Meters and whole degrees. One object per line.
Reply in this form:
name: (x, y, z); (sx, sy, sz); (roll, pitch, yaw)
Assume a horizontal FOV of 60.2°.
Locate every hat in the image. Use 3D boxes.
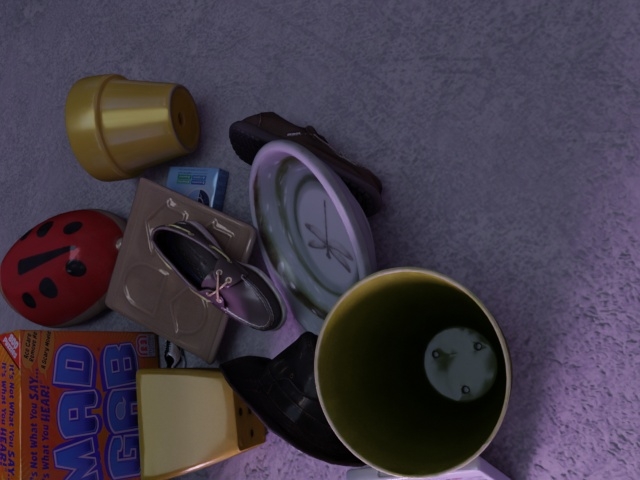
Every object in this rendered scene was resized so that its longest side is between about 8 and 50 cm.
hat: (-0.012, 0.238, 0.949); (0.331, 0.331, 0.134); (28, 92, 30)

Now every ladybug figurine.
ladybug figurine: (-0.672, 0.065, 1.431); (0.449, 0.162, 0.305); (-22, 71, 24)

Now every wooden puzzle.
wooden puzzle: (-0.314, 0.062, 1.251); (0.347, 0.080, 0.322); (25, 102, 23)

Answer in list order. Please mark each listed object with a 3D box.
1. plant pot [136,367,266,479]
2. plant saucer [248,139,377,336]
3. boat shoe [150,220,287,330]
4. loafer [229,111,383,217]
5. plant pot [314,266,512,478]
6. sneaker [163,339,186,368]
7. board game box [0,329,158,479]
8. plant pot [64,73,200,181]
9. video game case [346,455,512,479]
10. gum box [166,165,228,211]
plant pot: (-0.227, 0.354, 1.118); (0.187, 0.212, 0.212); (-12, 75, 14)
plant saucer: (0.000, 0.000, 1.032); (0.400, 0.100, 0.401); (41, 143, 42)
boat shoe: (-0.207, 0.072, 1.102); (0.324, 0.096, 0.117); (40, 107, 19)
loafer: (-0.017, -0.177, 1.128); (0.365, 0.134, 0.130); (32, 60, 18)
plant pot: (0.179, 0.193, 0.862); (0.274, 0.293, 0.275); (-5, 79, 28)
sneaker: (-0.345, 0.252, 1.285); (0.040, 0.043, 0.109); (-31, 66, 23)
board game box: (-0.607, 0.404, 1.220); (0.356, 0.356, 0.357); (-15, 74, 26)
plant pot: (-0.432, -0.279, 1.329); (0.238, 0.254, 0.254); (-5, 78, 14)
video game case: (0.183, 0.385, 0.868); (0.206, 0.227, 0.026); (-18, 51, 25)
gum box: (-0.308, -0.083, 1.327); (0.156, 0.041, 0.185); (6, 83, 28)
